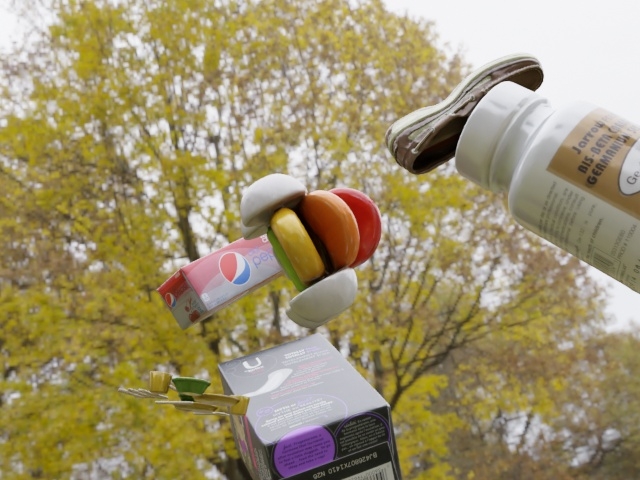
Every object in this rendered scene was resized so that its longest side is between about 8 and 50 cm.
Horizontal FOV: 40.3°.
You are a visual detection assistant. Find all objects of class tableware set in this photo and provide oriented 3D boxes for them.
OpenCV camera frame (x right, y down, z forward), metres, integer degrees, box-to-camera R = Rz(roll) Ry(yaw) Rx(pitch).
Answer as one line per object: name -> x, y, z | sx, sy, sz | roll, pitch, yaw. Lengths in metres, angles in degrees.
tableware set -> -0.123, 0.156, 0.888 | 0.104, 0.024, 0.154 | -4, -22, 25

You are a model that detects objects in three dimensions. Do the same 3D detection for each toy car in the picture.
toy car -> 0.000, 0.000, 0.940 | 0.136, 0.159, 0.182 | -29, -7, -9

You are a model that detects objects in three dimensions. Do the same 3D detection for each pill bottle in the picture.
pill bottle -> 0.245, -0.053, 0.796 | 0.131, 0.229, 0.131 | -39, -31, -30

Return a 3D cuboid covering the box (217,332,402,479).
box -> -0.020, 0.248, 1.152 | 0.165, 0.143, 0.270 | -15, 18, -14

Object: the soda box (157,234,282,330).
soda box -> -0.138, 0.050, 1.459 | 0.263, 0.083, 0.092 | -29, -6, -46

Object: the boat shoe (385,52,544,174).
boat shoe -> 0.226, -0.177, 1.288 | 0.257, 0.095, 0.095 | -33, -48, 8
